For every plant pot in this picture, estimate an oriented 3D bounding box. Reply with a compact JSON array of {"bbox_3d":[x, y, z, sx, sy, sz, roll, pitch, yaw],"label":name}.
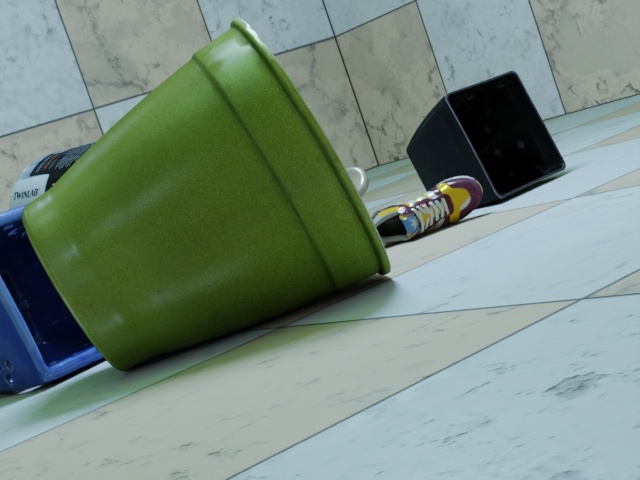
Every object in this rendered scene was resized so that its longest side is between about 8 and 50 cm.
[{"bbox_3d":[-0.419,0.088,1.762,0.212,0.236,0.236,-24,1,35],"label":"plant pot"},{"bbox_3d":[0.256,-0.147,2.079,0.187,0.188,0.167,-24,-5,-41],"label":"plant pot"},{"bbox_3d":[-0.159,-0.027,1.545,0.353,0.366,0.366,-31,6,-4],"label":"plant pot"}]

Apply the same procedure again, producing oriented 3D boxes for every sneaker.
[{"bbox_3d":[0.158,-0.038,1.889,0.185,0.069,0.084,-24,12,18],"label":"sneaker"}]

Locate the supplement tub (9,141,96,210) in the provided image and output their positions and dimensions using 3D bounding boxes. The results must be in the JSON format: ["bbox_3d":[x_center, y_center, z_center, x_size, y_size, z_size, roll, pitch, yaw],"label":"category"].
[{"bbox_3d":[-0.307,-0.056,1.933,0.338,0.207,0.207,-8,11,43],"label":"supplement tub"}]

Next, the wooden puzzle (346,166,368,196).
[{"bbox_3d":[-0.117,0.026,1.908,0.322,0.080,0.348,-13,23,41],"label":"wooden puzzle"}]
